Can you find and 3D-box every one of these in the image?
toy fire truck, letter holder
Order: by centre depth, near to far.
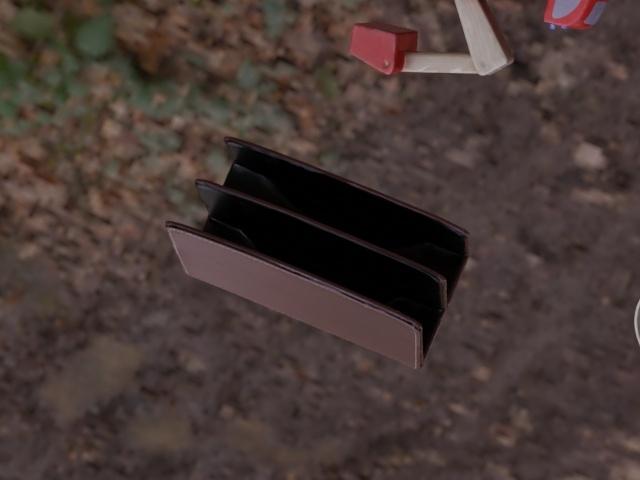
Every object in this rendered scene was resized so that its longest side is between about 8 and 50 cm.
[{"bbox_3d":[0.127,-0.181,1.422,0.192,0.135,0.047,20,-164,23],"label":"toy fire truck"},{"bbox_3d":[0.000,0.000,2.004,0.302,0.152,0.214,22,168,10],"label":"letter holder"}]

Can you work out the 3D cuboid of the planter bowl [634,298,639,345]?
[{"bbox_3d":[0.388,0.066,1.682,0.162,0.109,0.162,23,138,23],"label":"planter bowl"}]
